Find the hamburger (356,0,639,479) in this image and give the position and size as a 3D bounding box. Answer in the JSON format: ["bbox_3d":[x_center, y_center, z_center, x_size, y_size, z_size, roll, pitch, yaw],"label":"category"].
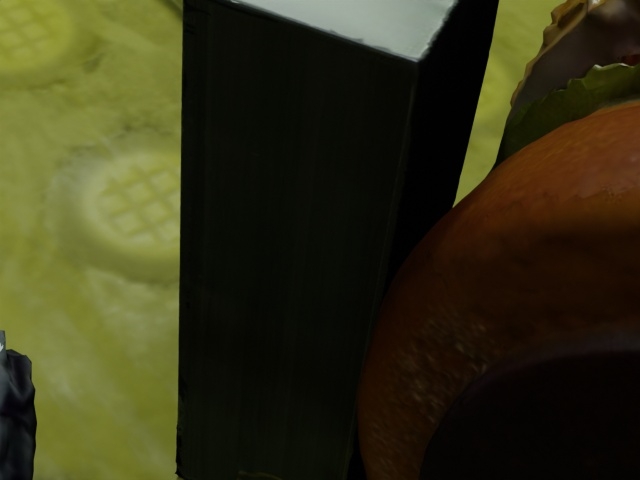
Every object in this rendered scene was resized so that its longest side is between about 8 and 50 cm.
[{"bbox_3d":[0.192,0.041,0.476,0.330,0.330,0.250,26,49,15],"label":"hamburger"}]

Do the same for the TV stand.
[{"bbox_3d":[0.000,0.000,0.519,0.083,0.269,0.088,20,50,11],"label":"TV stand"}]

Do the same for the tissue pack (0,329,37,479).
[{"bbox_3d":[-0.193,0.183,0.364,0.245,0.123,0.332,-30,45,24],"label":"tissue pack"}]
